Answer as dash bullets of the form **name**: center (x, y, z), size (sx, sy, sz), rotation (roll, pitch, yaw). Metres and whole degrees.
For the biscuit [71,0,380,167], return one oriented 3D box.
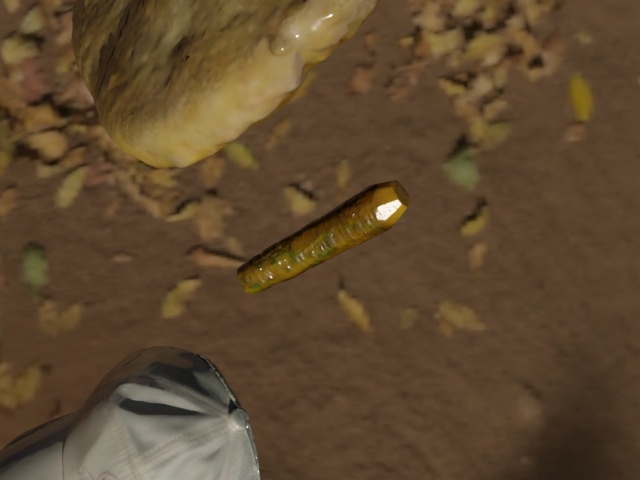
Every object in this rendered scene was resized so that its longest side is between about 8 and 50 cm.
- **biscuit**: center (-0.069, -0.260, 1.549), size (0.104, 0.446, 0.429), rotation (35, 111, -30)

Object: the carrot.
- **carrot**: center (0.000, 0.000, 1.505), size (0.042, 0.170, 0.042), rotation (45, 28, -32)

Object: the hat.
- **hat**: center (-0.176, 0.198, 1.442), size (0.226, 0.164, 0.219), rotation (-18, 69, -24)
